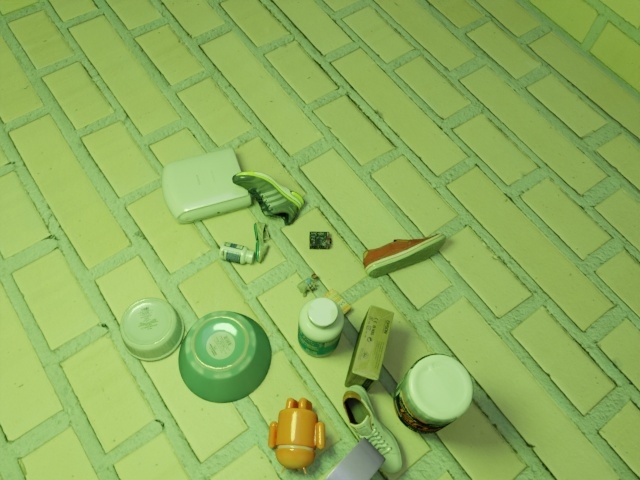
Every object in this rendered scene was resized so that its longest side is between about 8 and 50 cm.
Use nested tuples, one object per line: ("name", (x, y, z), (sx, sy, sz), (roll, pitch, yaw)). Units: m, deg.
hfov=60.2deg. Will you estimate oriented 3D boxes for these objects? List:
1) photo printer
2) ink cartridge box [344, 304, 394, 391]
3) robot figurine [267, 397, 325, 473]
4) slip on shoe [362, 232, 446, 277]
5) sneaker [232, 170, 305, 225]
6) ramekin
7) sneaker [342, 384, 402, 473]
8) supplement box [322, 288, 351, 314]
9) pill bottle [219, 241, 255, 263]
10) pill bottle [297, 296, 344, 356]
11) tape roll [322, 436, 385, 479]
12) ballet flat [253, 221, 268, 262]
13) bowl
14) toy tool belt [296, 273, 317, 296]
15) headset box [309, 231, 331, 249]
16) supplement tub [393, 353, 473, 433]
("photo printer", (-0.444, -0.207, 2.101), (0.307, 0.107, 0.256), (-16, 65, -11))
("ink cartridge box", (0.158, 0.355, 1.797), (0.088, 0.193, 0.235), (17, 63, 4))
("robot figurine", (-0.074, 0.599, 1.695), (0.158, 0.128, 0.219), (12, 60, -14))
("slip on shoe", (0.306, 0.033, 2.023), (0.331, 0.123, 0.101), (-19, 61, -8))
("sneaker", (-0.195, -0.158, 2.038), (0.300, 0.111, 0.121), (26, 68, -26))
("ramekin", (-0.565, 0.288, 1.835), (0.207, 0.109, 0.207), (1, 63, -2))
("sneaker", (0.146, 0.592, 1.687), (0.106, 0.123, 0.290), (-35, 80, 14))
("supplement box", (0.053, 0.226, 1.946), (0.062, 0.036, 0.098), (-40, 72, -20))
("pill bottle", (-0.300, 0.048, 2.000), (0.120, 0.067, 0.067), (13, 62, 3))
("pill bottle", (0.000, 0.275, 1.789), (0.146, 0.264, 0.146), (1, 62, -3))
("tape roll", (0.061, 0.691, 1.569), (0.090, 0.275, 0.275), (42, 68, 17))
("ballet flat", (-0.215, 0.003, 2.037), (0.052, 0.057, 0.168), (0, 62, -14))
("bowl", (-0.316, 0.351, 1.789), (0.311, 0.163, 0.312), (2, 61, -3))
("toy tool belt", (-0.039, 0.161, 1.974), (0.083, 0.052, 0.051), (-34, 100, -16))
("headset box", (0.000, 0.000, 2.063), (0.083, 0.032, 0.062), (0, 63, -4))
("supplement tub", (0.329, 0.475, 1.676), (0.193, 0.316, 0.194), (1, 63, -2))
